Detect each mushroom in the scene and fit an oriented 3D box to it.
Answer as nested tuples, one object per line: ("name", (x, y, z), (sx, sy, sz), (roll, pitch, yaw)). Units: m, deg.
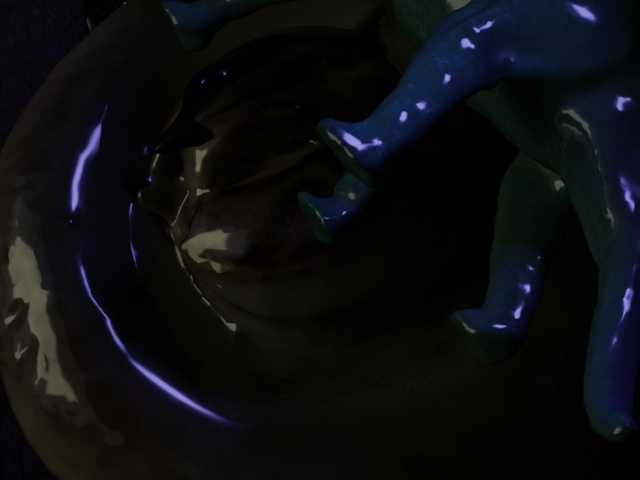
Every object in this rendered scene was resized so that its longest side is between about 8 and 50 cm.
("mushroom", (0.000, 0.000, 0.958), (0.294, 0.362, 0.362), (78, -173, -67))

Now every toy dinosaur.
("toy dinosaur", (0.129, -0.118, 0.769), (0.383, 0.331, 0.129), (42, 167, 47))

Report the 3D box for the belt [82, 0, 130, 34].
("belt", (-0.084, -0.092, 1.436), (0.289, 0.164, 0.184), (60, -168, -47))
